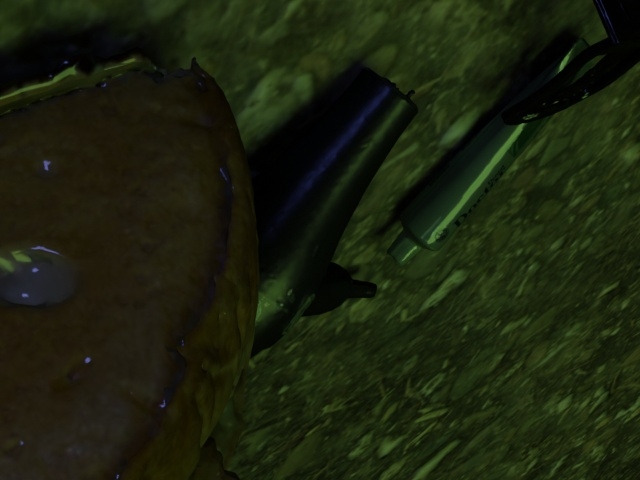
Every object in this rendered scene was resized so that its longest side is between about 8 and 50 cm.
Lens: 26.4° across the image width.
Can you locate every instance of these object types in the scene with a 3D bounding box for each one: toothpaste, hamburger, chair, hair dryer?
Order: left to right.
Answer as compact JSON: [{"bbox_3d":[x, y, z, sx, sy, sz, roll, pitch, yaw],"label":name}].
[{"bbox_3d":[-0.195,0.129,0.667,0.445,0.287,0.268,-24,152,-22],"label":"hamburger"},{"bbox_3d":[0.000,0.000,0.965,0.235,0.091,0.271,-52,164,4],"label":"hair dryer"},{"bbox_3d":[0.129,-0.065,1.031,0.218,0.041,0.064,-48,159,10],"label":"toothpaste"},{"bbox_3d":[0.196,-0.170,0.901,0.106,0.113,0.229,-18,175,-35],"label":"chair"}]
